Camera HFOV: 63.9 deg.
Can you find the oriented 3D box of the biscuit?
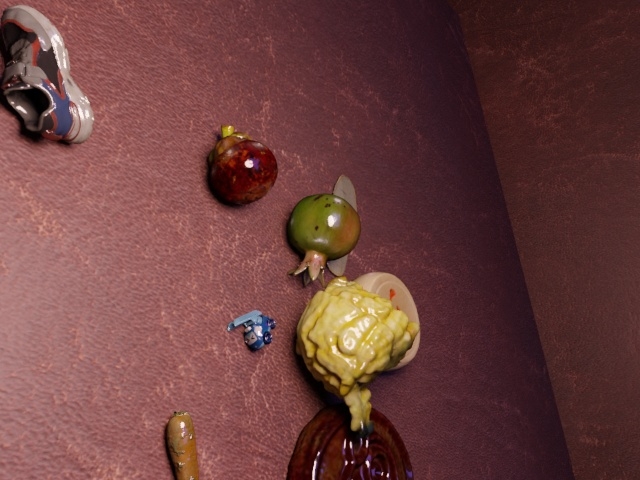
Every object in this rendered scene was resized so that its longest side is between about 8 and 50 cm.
[{"bbox_3d":[0.088,0.565,1.127,0.407,0.091,0.408,28,52,-43],"label":"biscuit"}]

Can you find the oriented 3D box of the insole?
[{"bbox_3d":[0.062,-0.050,1.459,0.119,0.009,0.349,42,44,-33],"label":"insole"}]

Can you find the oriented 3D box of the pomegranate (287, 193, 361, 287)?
[{"bbox_3d":[0.000,0.000,1.232,0.181,0.181,0.224,29,68,-41],"label":"pomegranate"}]

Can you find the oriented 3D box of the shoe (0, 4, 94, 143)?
[{"bbox_3d":[-0.462,-0.253,0.811,0.125,0.099,0.228,-41,110,-55],"label":"shoe"}]

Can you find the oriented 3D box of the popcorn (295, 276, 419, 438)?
[{"bbox_3d":[0.075,0.223,1.140,0.293,0.237,0.293,-30,131,-41],"label":"popcorn"}]

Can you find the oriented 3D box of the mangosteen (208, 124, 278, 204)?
[{"bbox_3d":[-0.184,-0.162,1.107,0.181,0.156,0.146,40,65,8],"label":"mangosteen"}]

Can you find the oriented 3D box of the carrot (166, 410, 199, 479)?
[{"bbox_3d":[-0.219,0.412,0.851,0.049,0.049,0.255,0,78,-52],"label":"carrot"}]

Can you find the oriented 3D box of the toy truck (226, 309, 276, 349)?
[{"bbox_3d":[-0.143,0.179,1.054,0.090,0.056,0.073,31,45,-23],"label":"toy truck"}]

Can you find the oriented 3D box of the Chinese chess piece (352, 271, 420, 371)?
[{"bbox_3d":[0.164,0.216,1.383,0.273,0.102,0.273,27,53,-43],"label":"Chinese chess piece"}]
